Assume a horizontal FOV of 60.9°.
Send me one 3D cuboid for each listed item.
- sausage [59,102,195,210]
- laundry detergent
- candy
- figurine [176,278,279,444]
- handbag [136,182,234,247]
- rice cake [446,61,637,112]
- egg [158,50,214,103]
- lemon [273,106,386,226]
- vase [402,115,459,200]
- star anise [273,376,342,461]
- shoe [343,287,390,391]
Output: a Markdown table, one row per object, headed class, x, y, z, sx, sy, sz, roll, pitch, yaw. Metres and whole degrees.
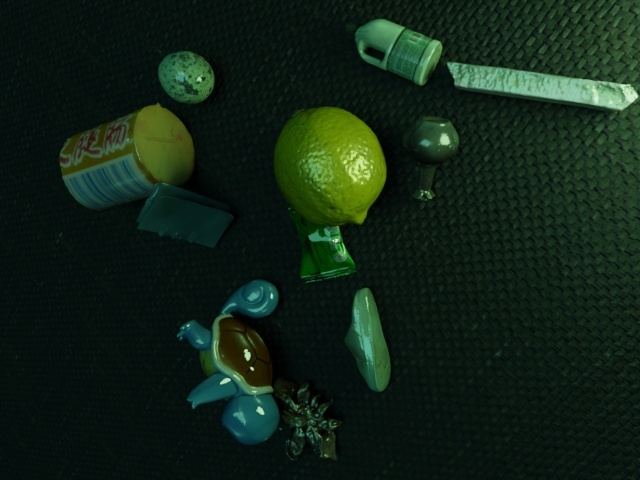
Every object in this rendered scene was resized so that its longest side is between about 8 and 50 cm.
| class | x | y | z | sx | sy | sz | roll | pitch | yaw |
| --- | --- | --- | --- | --- | --- | --- | --- | --- | --- |
| sausage | -0.523 | -0.217 | 1.480 | 0.287 | 0.233 | 0.232 | -12 | 92 | 28 |
| laundry detergent | 0.151 | -0.433 | 1.213 | 0.226 | 0.070 | 0.099 | 30 | 115 | 19 |
| candy | -0.003 | 0.001 | 1.343 | 0.141 | 0.078 | 0.203 | -9 | 98 | 27 |
| figurine | -0.224 | 0.311 | 1.416 | 0.243 | 0.298 | 0.415 | -4 | 74 | 7 |
| handbag | -0.354 | -0.060 | 1.434 | 0.144 | 0.221 | 0.057 | -53 | 40 | 28 |
| rice cake | 0.431 | -0.309 | 1.092 | 0.365 | 0.073 | 0.056 | 16 | 106 | 23 |
| egg | -0.355 | -0.429 | 1.424 | 0.172 | 0.132 | 0.132 | 30 | 109 | 32 |
| lemon | 0.020 | -0.164 | 1.218 | 0.268 | 0.267 | 0.267 | 4 | 98 | 25 |
| vase | 0.234 | -0.175 | 1.190 | 0.120 | 0.120 | 0.182 | 15 | 117 | 23 |
| star anise | -0.056 | 0.473 | 1.419 | 0.220 | 0.099 | 0.214 | 9 | 91 | 25 |
| shoe | 0.100 | 0.241 | 1.312 | 0.100 | 0.103 | 0.250 | -9 | 87 | 26 |
